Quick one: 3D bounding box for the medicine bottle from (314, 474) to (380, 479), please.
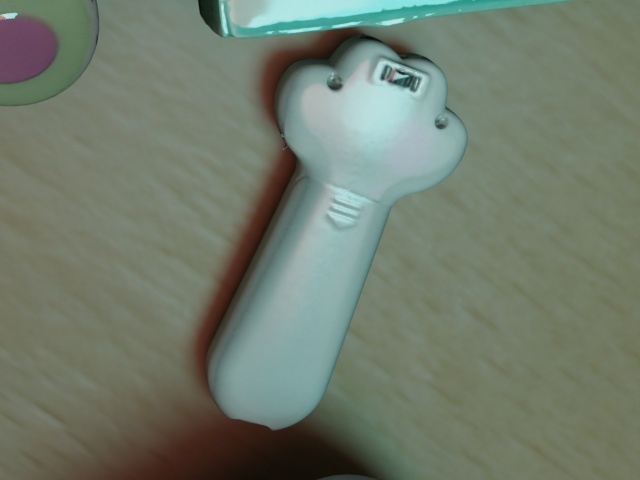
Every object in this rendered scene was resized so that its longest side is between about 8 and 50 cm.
[{"bbox_3d":[-0.056,0.285,0.600,0.324,0.256,0.256,-31,111,8],"label":"medicine bottle"}]

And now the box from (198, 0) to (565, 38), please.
[{"bbox_3d":[0.093,-0.205,0.540,0.311,0.118,0.205,-9,112,-8],"label":"box"}]

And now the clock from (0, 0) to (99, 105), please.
[{"bbox_3d":[-0.257,-0.115,0.429,0.284,0.114,0.309,-26,144,12],"label":"clock"}]

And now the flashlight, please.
[{"bbox_3d":[0.000,0.000,0.629,0.093,0.047,0.200,18,106,-15],"label":"flashlight"}]
